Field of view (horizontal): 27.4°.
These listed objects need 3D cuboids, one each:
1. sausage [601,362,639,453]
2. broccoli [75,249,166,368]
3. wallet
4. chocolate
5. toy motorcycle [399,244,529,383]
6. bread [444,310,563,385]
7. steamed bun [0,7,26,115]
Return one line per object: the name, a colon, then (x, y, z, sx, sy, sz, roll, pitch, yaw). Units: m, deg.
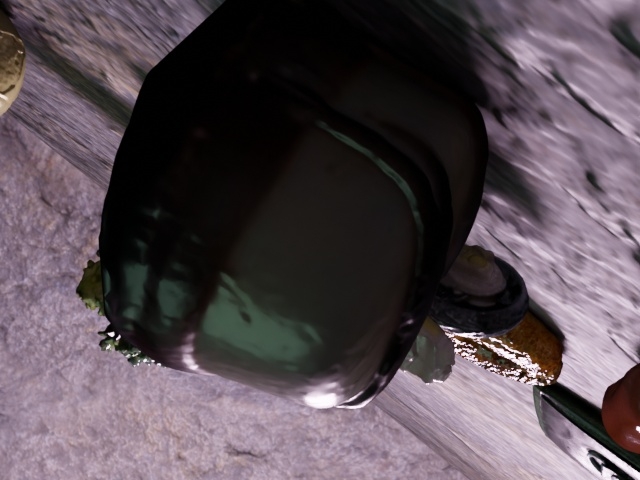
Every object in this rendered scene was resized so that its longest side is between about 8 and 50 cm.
sausage: (0.284, 0.143, 1.121, 0.077, 0.077, 0.194, 36, 170, 10)
broccoli: (-0.182, 0.039, 2.022, 0.293, 0.348, 0.280, -38, 71, 43)
wallet: (0.348, 0.257, 1.546, 0.236, 0.055, 0.160, 33, 164, 29)
chocolate: (0.004, -0.019, 0.874, 0.186, 0.283, 0.283, 19, 166, 18)
toy motorcycle: (0.000, 0.000, 1.091, 0.341, 0.223, 0.107, 34, 133, 30)
bread: (0.167, 0.090, 1.350, 0.193, 0.064, 0.193, 33, 170, 7)
steamed bun: (-0.513, -0.281, 1.807, 0.232, 0.166, 0.273, 28, -178, -27)
